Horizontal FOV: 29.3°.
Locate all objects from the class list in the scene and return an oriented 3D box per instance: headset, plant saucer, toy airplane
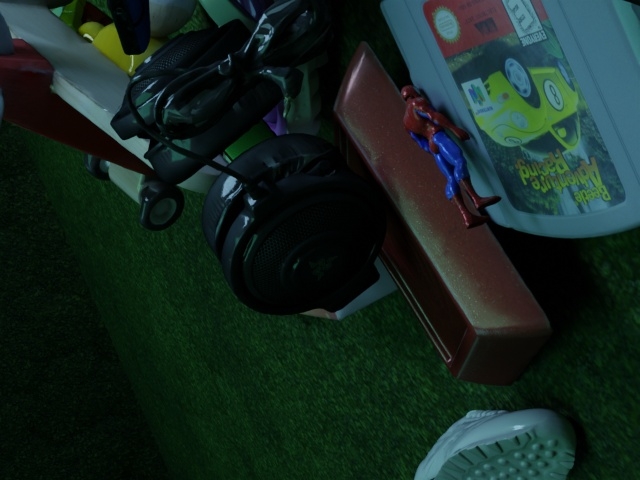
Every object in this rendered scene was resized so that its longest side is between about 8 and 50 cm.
[{"bbox_3d":[-0.036,-0.076,0.927,0.243,0.185,0.394,52,-175,11],"label":"headset"},{"bbox_3d":[0.081,0.000,0.990,0.258,0.047,0.259,58,173,14],"label":"plant saucer"},{"bbox_3d":[-0.242,-0.191,1.285,0.386,0.272,0.384,34,-171,-8],"label":"toy airplane"}]

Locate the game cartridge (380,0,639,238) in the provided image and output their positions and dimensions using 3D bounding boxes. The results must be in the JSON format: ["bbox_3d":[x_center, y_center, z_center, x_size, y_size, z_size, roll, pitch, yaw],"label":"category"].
[{"bbox_3d":[0.143,-0.097,0.763,0.196,0.060,0.294,61,163,-8],"label":"game cartridge"}]

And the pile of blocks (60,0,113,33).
[{"bbox_3d":[-0.339,-0.354,1.484,0.149,0.112,0.362,-73,-27,-49],"label":"pile of blocks"}]

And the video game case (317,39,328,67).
[{"bbox_3d":[-0.061,-0.269,1.117,0.173,0.022,0.190,41,152,48],"label":"video game case"}]

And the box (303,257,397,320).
[{"bbox_3d":[0.000,0.000,1.226,0.130,0.091,0.170,65,162,-8],"label":"box"}]

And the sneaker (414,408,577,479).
[{"bbox_3d":[0.151,0.188,1.098,0.090,0.095,0.235,33,144,-9],"label":"sneaker"}]

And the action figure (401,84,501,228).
[{"bbox_3d":[0.086,-0.063,0.840,0.115,0.030,0.038,59,157,25],"label":"action figure"}]

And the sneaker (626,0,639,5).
[{"bbox_3d":[0.139,-0.186,0.531,0.302,0.121,0.108,55,160,22],"label":"sneaker"}]

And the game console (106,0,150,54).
[{"bbox_3d":[-0.237,-0.314,0.969,0.250,0.173,0.293,107,159,-79],"label":"game console"}]

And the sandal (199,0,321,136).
[{"bbox_3d":[-0.088,-0.221,1.032,0.169,0.102,0.416,44,161,43],"label":"sandal"}]
